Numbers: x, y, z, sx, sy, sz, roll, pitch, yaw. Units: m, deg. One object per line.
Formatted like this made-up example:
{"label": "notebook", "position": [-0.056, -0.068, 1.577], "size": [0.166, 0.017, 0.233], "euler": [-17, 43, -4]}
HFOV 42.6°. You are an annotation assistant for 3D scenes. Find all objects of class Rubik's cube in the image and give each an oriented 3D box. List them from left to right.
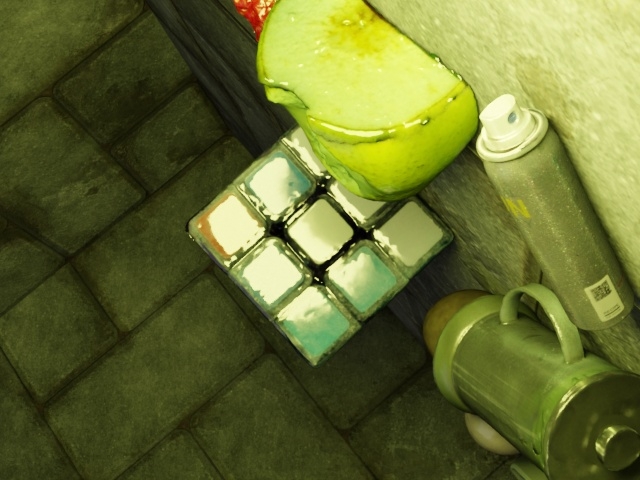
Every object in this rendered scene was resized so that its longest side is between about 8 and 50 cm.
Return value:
{"label": "Rubik's cube", "position": [0.000, 0.000, 1.555], "size": [0.362, 0.363, 0.359], "euler": [51, 178, 5]}

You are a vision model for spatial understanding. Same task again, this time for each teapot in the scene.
{"label": "teapot", "position": [0.319, 0.194, 1.160], "size": [0.337, 0.200, 0.271], "euler": [-144, 45, -67]}

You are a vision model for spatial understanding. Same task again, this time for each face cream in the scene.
{"label": "face cream", "position": [0.227, -0.024, 0.798], "size": [0.283, 0.073, 0.073], "euler": [53, 175, -33]}

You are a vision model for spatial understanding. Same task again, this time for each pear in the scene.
{"label": "pear", "position": [0.051, -0.153, 0.995], "size": [0.292, 0.159, 0.292], "euler": [48, 178, 2]}

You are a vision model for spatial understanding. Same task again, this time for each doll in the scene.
{"label": "doll", "position": [0.371, 0.296, 1.380], "size": [0.151, 0.151, 0.287], "euler": [51, 151, -16]}

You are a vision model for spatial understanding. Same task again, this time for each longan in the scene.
{"label": "longan", "position": [0.283, 0.168, 1.452], "size": [0.204, 0.159, 0.185], "euler": [12, 177, -22]}

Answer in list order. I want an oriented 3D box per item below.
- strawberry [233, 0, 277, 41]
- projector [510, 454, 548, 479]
{"label": "strawberry", "position": [-0.053, -0.303, 1.130], "size": [0.174, 0.098, 0.228], "euler": [50, 175, 17]}
{"label": "projector", "position": [0.497, 0.461, 1.570], "size": [0.163, 0.177, 0.242], "euler": [53, 177, -25]}
